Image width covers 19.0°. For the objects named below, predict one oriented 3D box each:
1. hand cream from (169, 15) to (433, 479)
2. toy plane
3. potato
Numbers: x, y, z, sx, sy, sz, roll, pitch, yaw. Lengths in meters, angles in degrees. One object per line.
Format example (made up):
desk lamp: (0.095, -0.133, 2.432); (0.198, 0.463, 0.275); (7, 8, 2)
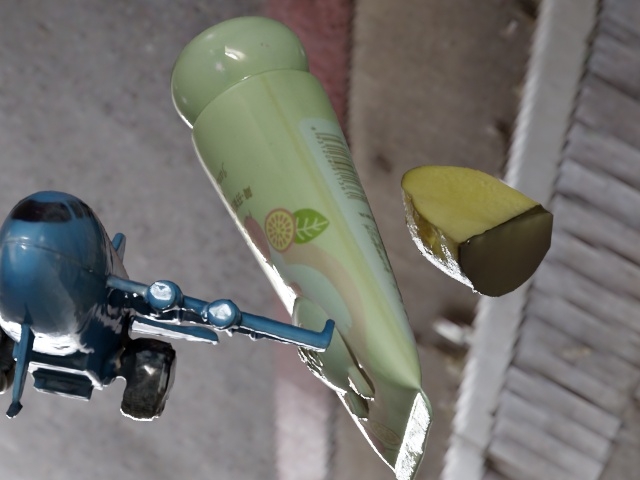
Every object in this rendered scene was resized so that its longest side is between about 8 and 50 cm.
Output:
hand cream: (0.000, 0.000, 1.189); (0.147, 0.093, 0.306); (99, 147, -64)
toy plane: (-0.122, 0.032, 0.938); (0.254, 0.105, 0.271); (9, 179, 4)
potato: (0.108, -0.010, 1.459); (0.103, 0.096, 0.066); (43, 137, 42)
